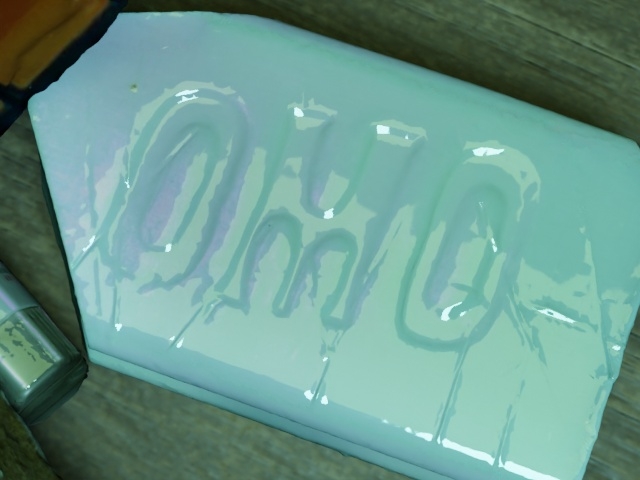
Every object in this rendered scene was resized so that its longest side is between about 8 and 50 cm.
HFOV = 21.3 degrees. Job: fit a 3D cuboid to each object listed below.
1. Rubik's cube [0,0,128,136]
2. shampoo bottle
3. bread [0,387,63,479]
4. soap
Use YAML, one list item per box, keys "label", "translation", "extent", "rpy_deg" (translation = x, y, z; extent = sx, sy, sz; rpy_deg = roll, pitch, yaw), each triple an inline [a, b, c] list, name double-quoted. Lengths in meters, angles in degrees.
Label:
- label: "Rubik's cube"
  translation: [-0.234, -0.150, 0.874]
  extent: [0.183, 0.180, 0.167]
  rpy_deg: [-45, 56, 17]
- label: "shampoo bottle"
  translation: [-0.224, 0.005, 0.964]
  extent: [0.056, 0.086, 0.227]
  rpy_deg: [-41, 80, -11]
- label: "bread"
  translation: [-0.259, 0.099, 0.892]
  extent: [0.165, 0.113, 0.416]
  rpy_deg: [-39, 84, 21]
- label: "soap"
  translation: [0.000, 0.000, 0.945]
  extent: [0.347, 0.115, 0.208]
  rpy_deg: [19, 77, 7]
